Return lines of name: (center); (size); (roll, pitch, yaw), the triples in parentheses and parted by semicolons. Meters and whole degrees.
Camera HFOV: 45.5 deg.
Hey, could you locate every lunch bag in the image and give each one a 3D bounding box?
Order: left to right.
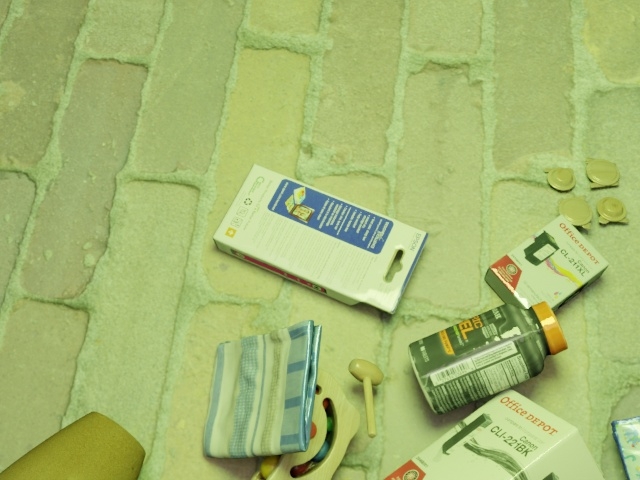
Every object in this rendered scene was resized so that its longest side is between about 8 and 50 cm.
lunch bag: (0.557, 0.345, 1.232); (0.151, 0.096, 0.129); (-6, 67, -10)

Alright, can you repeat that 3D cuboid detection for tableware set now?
tableware set: (0.510, -0.091, 1.453); (0.141, 0.020, 0.169); (-2, 58, -3)

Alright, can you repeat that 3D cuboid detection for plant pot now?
plant pot: (-0.406, 0.410, 1.217); (0.237, 0.237, 0.254); (28, 56, 14)

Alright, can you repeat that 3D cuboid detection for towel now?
towel: (-0.102, 0.247, 1.247); (0.034, 0.285, 0.209); (21, 64, -33)

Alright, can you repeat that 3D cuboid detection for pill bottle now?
pill bottle: (0.281, 0.187, 1.272); (0.245, 0.130, 0.130); (-24, 67, 8)

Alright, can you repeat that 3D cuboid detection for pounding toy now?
pounding toy: (-0.010, 0.289, 1.234); (0.154, 0.155, 0.270); (36, 66, -14)

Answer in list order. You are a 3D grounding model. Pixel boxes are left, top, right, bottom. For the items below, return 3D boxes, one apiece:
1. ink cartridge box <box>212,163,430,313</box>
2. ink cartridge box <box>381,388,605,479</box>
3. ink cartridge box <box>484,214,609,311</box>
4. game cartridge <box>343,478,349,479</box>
ink cartridge box: (0.000, 0.000, 1.431); (0.370, 0.069, 0.176); (22, 69, 15)
ink cartridge box: (0.261, 0.371, 1.174); (0.272, 0.197, 0.114); (-32, 106, -11)
ink cartridge box: (0.406, 0.056, 1.377); (0.175, 0.072, 0.127); (-35, 69, -10)
game cartridge: (0.030, 0.575, 1.149); (0.285, 0.053, 0.324); (-29, 68, -27)
